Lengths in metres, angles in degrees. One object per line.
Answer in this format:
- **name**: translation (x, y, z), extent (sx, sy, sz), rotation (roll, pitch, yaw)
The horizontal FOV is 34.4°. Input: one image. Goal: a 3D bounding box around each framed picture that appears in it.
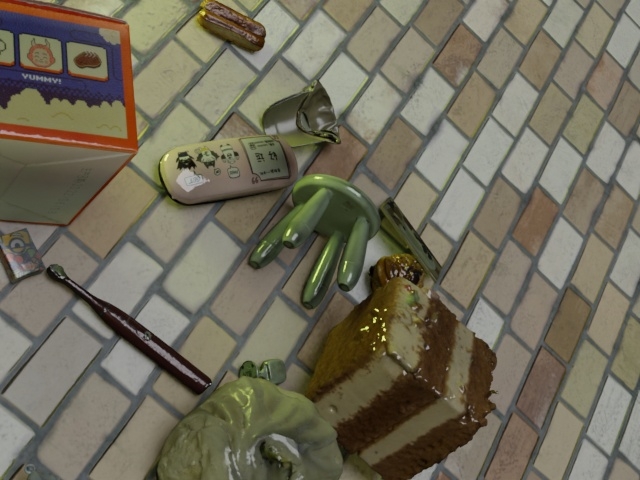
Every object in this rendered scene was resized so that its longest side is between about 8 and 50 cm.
- **framed picture**: translation (0.202, -0.004, 2.273), extent (0.201, 0.010, 0.136), rotation (53, 15, -2)

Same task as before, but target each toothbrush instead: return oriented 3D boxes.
- **toothbrush**: translation (-0.345, 0.159, 1.871), extent (0.364, 0.041, 0.041), rotation (40, 54, -13)

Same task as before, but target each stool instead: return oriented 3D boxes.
- **stool**: translation (0.000, 0.000, 2.072), extent (0.195, 0.195, 0.198), rotation (36, 57, -16)

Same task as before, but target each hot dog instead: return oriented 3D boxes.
- **hot dog**: translation (-0.188, -0.463, 2.237), extent (0.165, 0.045, 0.071), rotation (24, 57, -24)

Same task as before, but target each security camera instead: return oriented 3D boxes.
- **security camera**: translation (-0.106, 0.256, 1.989), extent (0.092, 0.058, 0.058), rotation (8, 66, -45)

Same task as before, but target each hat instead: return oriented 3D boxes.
- **hat**: translation (-0.045, -0.261, 2.241), extent (0.175, 0.085, 0.147), rotation (-15, 90, -14)

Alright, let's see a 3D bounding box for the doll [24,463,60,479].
- **doll**: translation (-0.439, 0.445, 1.669), extent (0.094, 0.079, 0.180), rotation (-19, 93, -38)

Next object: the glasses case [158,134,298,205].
- **glasses case**: translation (-0.181, -0.144, 2.085), extent (0.314, 0.075, 0.122), rotation (-12, 80, -36)

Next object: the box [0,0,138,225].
- **box**: translation (-0.518, -0.208, 1.717), extent (0.319, 0.349, 0.256), rotation (3, 69, -31)

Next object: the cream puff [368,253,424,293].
- **cream puff**: translation (0.169, 0.081, 2.209), extent (0.119, 0.104, 0.133), rotation (49, 51, 2)

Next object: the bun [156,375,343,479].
- **bun**: translation (-0.108, 0.412, 1.811), extent (0.360, 0.211, 0.359), rotation (13, 65, -29)

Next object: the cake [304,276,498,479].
- **cake**: translation (0.151, 0.268, 1.986), extent (0.290, 0.282, 0.255), rotation (41, 32, -12)

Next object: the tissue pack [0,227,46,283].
- **tissue pack**: translation (-0.527, 0.027, 1.809), extent (0.063, 0.035, 0.083), rotation (-22, 85, -38)
